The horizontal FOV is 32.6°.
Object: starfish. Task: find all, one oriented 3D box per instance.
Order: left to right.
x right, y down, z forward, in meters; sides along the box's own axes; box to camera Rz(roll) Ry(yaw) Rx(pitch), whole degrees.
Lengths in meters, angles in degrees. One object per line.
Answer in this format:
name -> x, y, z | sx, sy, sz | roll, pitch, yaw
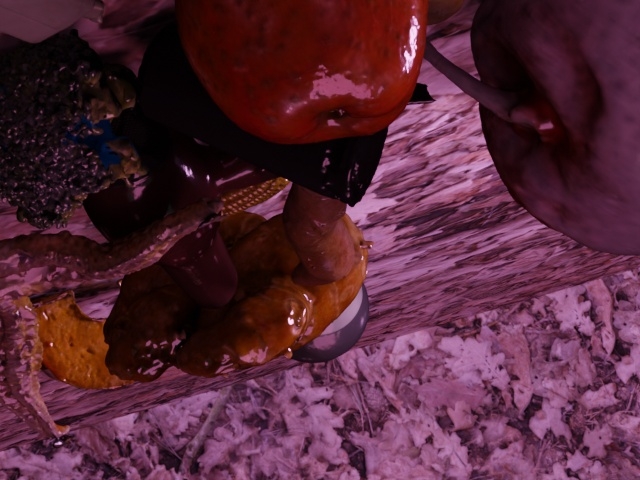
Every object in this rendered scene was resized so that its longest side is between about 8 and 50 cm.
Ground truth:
starfish -> -0.323, 0.090, 0.976 | 0.398, 0.132, 0.384 | -11, 145, -32

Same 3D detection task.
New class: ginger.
ginger -> -0.121, 0.076, 1.326 | 0.357, 0.152, 0.274 | -4, -139, 37

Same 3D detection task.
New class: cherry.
cherry -> 0.289, -0.156, 0.931 | 0.335, 0.291, 0.326 | -39, 154, 6

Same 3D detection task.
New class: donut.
donut -> -0.304, 0.137, 1.561 | 0.259, 0.152, 0.101 | -12, 173, -16

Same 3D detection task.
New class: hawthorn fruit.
hawthorn fruit -> -0.009, -0.151, 0.723 | 0.189, 0.189, 0.189 | -17, 167, -4

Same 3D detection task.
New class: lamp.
lamp -> -0.027, 0.082, 1.717 | 0.181, 0.182, 0.314 | -20, 153, 6

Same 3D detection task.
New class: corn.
corn -> -0.124, -0.051, 1.192 | 0.231, 0.080, 0.080 | -28, 164, 32

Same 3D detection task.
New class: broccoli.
broccoli -> -0.198, -0.092, 0.858 | 0.154, 0.167, 0.160 | 11, -140, 40

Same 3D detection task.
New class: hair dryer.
hair dryer -> -0.043, -0.059, 1.061 | 0.340, 0.123, 0.312 | -20, 150, 8
hair dryer -> -0.005, -0.128, 0.912 | 0.251, 0.197, 0.089 | -38, 144, -54

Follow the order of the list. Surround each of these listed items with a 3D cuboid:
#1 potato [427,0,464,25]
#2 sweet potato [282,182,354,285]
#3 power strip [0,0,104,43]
potato -> 0.046, -0.192, 0.855 | 0.137, 0.070, 0.091 | -19, 166, -6
sweet potato -> 0.000, 0.000, 1.073 | 0.067, 0.059, 0.281 | -17, 157, -4
power strip -> -0.198, -0.168, 0.565 | 0.053, 0.093, 0.288 | -26, 165, 21
